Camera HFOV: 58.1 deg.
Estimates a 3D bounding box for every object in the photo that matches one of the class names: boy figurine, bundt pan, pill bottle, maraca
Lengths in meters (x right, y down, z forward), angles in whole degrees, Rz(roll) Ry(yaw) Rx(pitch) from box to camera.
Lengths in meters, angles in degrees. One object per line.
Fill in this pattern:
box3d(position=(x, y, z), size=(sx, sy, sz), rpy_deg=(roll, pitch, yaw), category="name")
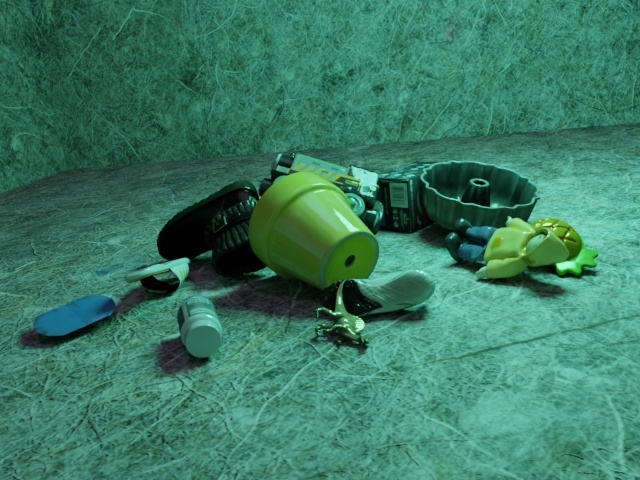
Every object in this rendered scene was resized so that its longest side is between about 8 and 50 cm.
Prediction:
box3d(position=(0.416, 0.018, 1.306), size=(0.177, 0.092, 0.285), rpy_deg=(-51, 28, -16), category="boy figurine")
box3d(position=(0.439, -0.111, 1.636), size=(0.331, 0.124, 0.330), rpy_deg=(3, 30, -2), category="bundt pan")
box3d(position=(-0.231, 0.166, 1.103), size=(0.078, 0.078, 0.137), rpy_deg=(-10, 18, -14), category="pill bottle")
box3d(position=(0.546, 0.015, 1.326), size=(0.127, 0.099, 0.185), rpy_deg=(-27, 42, -8), category="maraca")

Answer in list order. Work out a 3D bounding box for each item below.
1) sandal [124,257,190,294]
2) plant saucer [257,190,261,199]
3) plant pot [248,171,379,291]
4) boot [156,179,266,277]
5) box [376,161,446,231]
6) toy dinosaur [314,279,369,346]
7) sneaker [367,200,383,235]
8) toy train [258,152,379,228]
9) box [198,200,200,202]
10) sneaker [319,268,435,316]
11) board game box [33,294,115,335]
box3d(position=(-0.386, 0.097, 1.375), size=(0.102, 0.076, 0.265), rpy_deg=(-17, 1, 9), category="sandal")
box3d(position=(-0.311, -0.160, 2.267), size=(0.241, 0.037, 0.241), rpy_deg=(-5, 18, 2), category="plant saucer")
box3d(position=(0.000, 0.000, 1.332), size=(0.254, 0.253, 0.239), rpy_deg=(-17, 36, -33), category="plant pot")
box3d(position=(-0.284, 0.013, 1.524), size=(0.348, 0.131, 0.260), rpy_deg=(-35, 46, 15), category="boot")
box3d(position=(0.292, -0.142, 1.794), size=(0.143, 0.165, 0.270), rpy_deg=(9, 22, 40), category="box")
box3d(position=(0.036, 0.153, 1.105), size=(0.093, 0.053, 0.183), rpy_deg=(-5, 34, -16), category="toy dinosaur")
box3d(position=(0.086, -0.094, 1.725), size=(0.130, 0.109, 0.286), rpy_deg=(6, 18, -27), category="sneaker")
box3d(position=(0.005, -0.134, 1.581), size=(0.334, 0.142, 0.190), rpy_deg=(16, 57, 4), category="toy train")
box3d(position=(-0.419, -0.119, 2.139), size=(0.062, 0.052, 0.083), rpy_deg=(-8, 16, -8), category="box")
box3d(position=(0.118, 0.114, 1.190), size=(0.237, 0.085, 0.086), rpy_deg=(-10, -20, 9), category="sneaker")
box3d(position=(-0.529, 0.174, 1.255), size=(0.169, 0.033, 0.133), rpy_deg=(-25, 30, -36), category="board game box")
